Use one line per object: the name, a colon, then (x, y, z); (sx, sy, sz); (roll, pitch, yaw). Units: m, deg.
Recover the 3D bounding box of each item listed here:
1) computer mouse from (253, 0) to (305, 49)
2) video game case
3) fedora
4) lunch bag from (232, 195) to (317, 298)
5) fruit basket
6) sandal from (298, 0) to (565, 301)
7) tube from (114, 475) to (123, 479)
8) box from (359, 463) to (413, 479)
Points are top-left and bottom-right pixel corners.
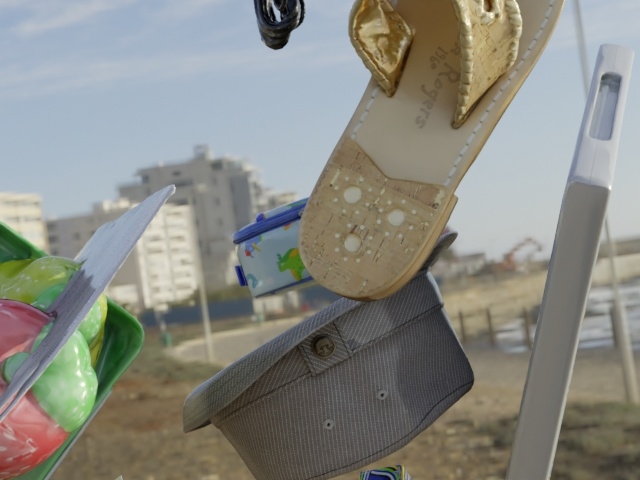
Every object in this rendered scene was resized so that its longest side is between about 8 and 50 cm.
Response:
computer mouse: (-0.004, -0.318, 1.124); (0.072, 0.188, 0.272); (-6, -29, -30)
video game case: (0.208, 0.037, 1.070); (0.036, 0.329, 0.300); (12, 30, 11)
fedora: (0.028, 0.117, 1.047); (0.275, 0.124, 0.244); (-29, -8, -17)
lunch bag: (0.000, 0.000, 1.344); (0.176, 0.090, 0.219); (-21, -3, 6)
fruit basket: (-0.219, 0.118, 0.855); (0.165, 0.327, 0.353); (40, -17, -17)
sandal: (0.050, -0.089, 0.568); (0.088, 0.240, 0.079); (21, -4, 15)
tube: (-0.204, 0.390, 1.449); (0.070, 0.240, 0.062); (-24, -13, 17)
box: (0.077, 0.333, 1.388); (0.054, 0.169, 0.059); (-15, -41, 16)
